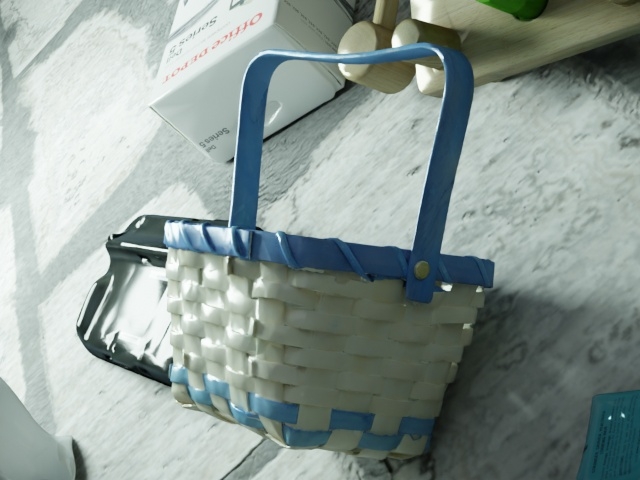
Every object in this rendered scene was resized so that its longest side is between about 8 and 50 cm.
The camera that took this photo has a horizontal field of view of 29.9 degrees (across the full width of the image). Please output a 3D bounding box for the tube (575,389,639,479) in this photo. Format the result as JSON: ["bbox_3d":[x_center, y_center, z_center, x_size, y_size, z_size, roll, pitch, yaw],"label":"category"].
[{"bbox_3d":[0.224,0.105,0.662,0.207,0.052,0.080,-21,34,48],"label":"tube"}]

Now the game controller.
[{"bbox_3d":[-0.154,0.055,1.199,0.319,0.067,0.166,6,77,59],"label":"game controller"}]

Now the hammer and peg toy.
[{"bbox_3d":[0.131,-0.264,1.011,0.361,0.127,0.266,-12,77,46],"label":"hammer and peg toy"}]

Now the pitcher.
[{"bbox_3d":[-0.318,0.193,1.117,0.125,0.207,0.178,-53,32,-4],"label":"pitcher"}]

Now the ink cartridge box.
[{"bbox_3d":[-0.067,-0.249,1.362,0.198,0.115,0.273,-28,37,33],"label":"ink cartridge box"}]

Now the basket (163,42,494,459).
[{"bbox_3d":[0.000,0.000,0.884,0.255,0.201,0.289,13,98,56],"label":"basket"}]
